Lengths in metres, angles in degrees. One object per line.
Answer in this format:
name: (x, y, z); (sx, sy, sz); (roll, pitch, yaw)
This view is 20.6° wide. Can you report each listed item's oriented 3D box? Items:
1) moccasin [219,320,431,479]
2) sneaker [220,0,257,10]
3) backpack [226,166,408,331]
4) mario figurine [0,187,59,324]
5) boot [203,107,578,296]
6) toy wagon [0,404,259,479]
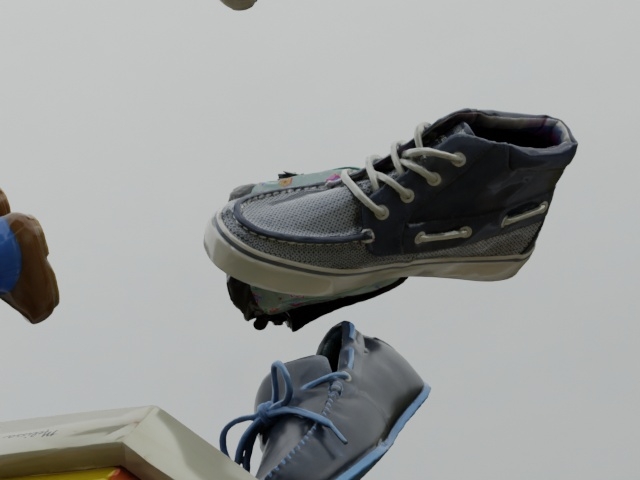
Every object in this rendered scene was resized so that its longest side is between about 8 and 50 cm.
moccasin: (-0.014, 0.158, 1.453); (0.138, 0.117, 0.342); (-45, -2, 17)
sneaker: (-0.094, -0.258, 1.432); (0.057, 0.075, 0.161); (-1, -67, 27)
backpack: (0.000, 0.000, 1.703); (0.182, 0.152, 0.115); (-9, -19, 19)
mario figurine: (-0.355, 0.072, 1.254); (0.320, 0.170, 0.198); (-19, -1, -27)
boot: (0.036, -0.027, 0.877); (0.190, 0.069, 0.086); (-4, -49, -32)
toy wagon: (-0.078, 0.238, 0.725); (0.267, 0.344, 0.068); (-8, 13, 19)
